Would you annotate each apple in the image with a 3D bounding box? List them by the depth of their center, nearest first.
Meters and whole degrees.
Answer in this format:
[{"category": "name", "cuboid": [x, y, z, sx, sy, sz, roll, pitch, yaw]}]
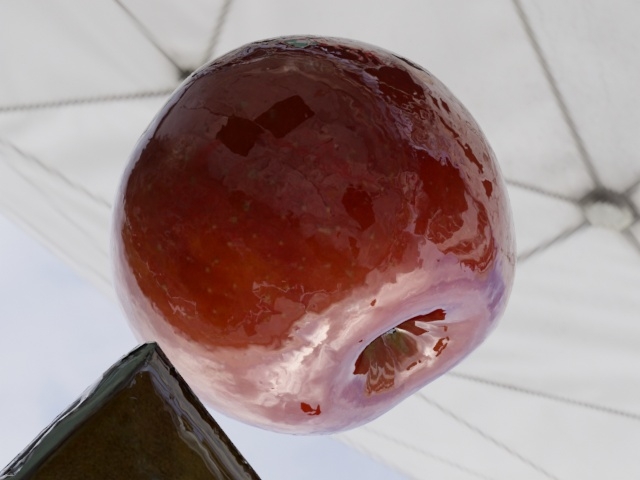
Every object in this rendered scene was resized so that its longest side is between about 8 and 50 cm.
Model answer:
[{"category": "apple", "cuboid": [0.000, 0.000, 1.023, 0.260, 0.260, 0.216, -42, -122, 5]}]

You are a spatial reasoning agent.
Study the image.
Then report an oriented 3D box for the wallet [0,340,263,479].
[{"category": "wallet", "cuboid": [-0.010, 0.160, 0.420, 0.137, 0.255, 0.031, -43, -171, -36]}]
